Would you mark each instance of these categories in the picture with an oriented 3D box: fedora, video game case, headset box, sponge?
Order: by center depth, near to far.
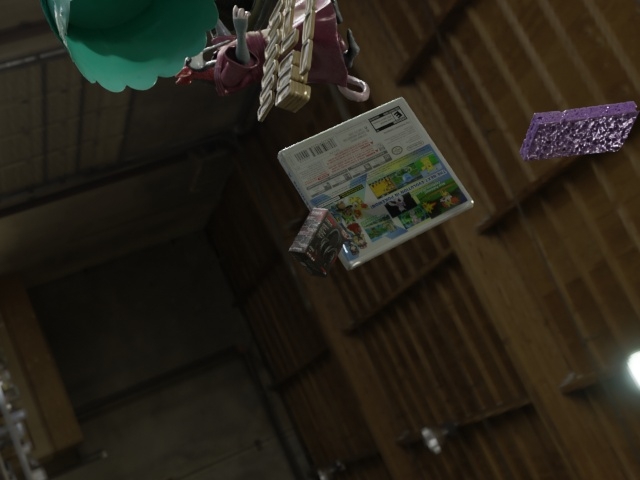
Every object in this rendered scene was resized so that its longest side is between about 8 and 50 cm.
[{"bbox_3d":[0.000,0.000,1.290,0.032,0.083,0.062,8,-31,41],"label":"headset box"},{"bbox_3d":[0.509,-0.213,1.827,0.117,0.210,0.031,95,-16,-55],"label":"sponge"},{"bbox_3d":[0.120,-0.130,2.009,0.300,0.329,0.036,58,-21,15],"label":"video game case"},{"bbox_3d":[-0.232,-0.593,2.125,0.334,0.152,0.334,-23,-118,53],"label":"fedora"}]

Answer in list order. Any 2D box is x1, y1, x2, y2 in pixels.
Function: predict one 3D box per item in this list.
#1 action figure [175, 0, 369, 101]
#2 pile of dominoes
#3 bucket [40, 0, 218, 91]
[{"bbox_3d":[-0.119,-0.377,1.902,0.248,0.370,0.276,-108,176,-62],"label":"action figure"},{"bbox_3d":[-0.043,-0.344,1.619,0.196,0.040,0.251,-32,-132,57],"label":"pile of dominoes"},{"bbox_3d":[-0.329,-0.412,1.550,0.183,0.281,0.281,51,-28,34],"label":"bucket"}]
